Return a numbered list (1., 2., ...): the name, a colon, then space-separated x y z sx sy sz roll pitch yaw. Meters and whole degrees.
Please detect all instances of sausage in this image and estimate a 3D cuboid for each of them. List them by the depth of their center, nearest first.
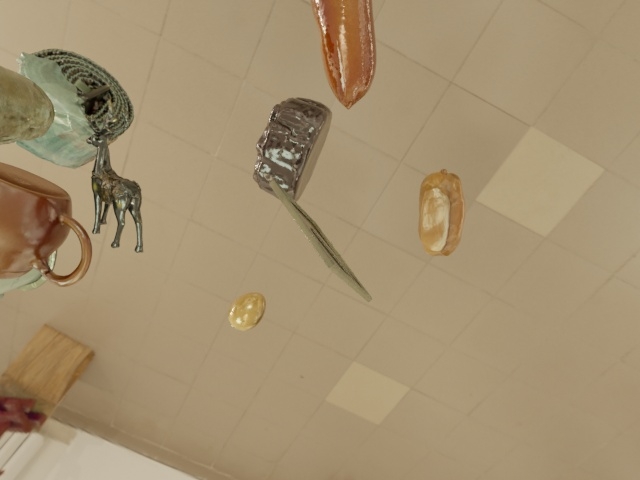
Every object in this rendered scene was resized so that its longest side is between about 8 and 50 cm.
1. sausage: 0.026 -0.325 0.579 0.084 0.089 0.299 -12 109 -1
2. sausage: 0.333 -0.074 1.231 0.120 0.136 0.241 9 114 31

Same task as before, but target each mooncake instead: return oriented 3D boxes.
1. mooncake: -0.078 -0.243 1.196 0.141 0.283 0.283 24 119 4

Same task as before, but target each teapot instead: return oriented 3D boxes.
1. teapot: -0.295 -0.008 0.416 0.173 0.116 0.116 26 119 -1

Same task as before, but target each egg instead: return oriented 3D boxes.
1. egg: -0.171 0.166 1.066 0.096 0.080 0.080 -42 106 11

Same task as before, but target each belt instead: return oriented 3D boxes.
1. belt: -0.506 -0.265 0.900 0.150 0.257 0.207 -33 113 23

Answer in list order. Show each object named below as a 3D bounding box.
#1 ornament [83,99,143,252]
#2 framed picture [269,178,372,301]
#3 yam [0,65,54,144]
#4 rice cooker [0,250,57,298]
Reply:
1. ornament: -0.178 -0.056 0.391 0.073 0.028 0.125 26 115 30
2. framed picture: 0.000 0.000 0.872 0.016 0.250 0.184 -39 143 5
3. yam: -0.449 -0.165 0.535 0.133 0.330 0.133 1 101 3
4. rice cooker: -0.708 -0.001 0.916 0.264 0.316 0.316 18 120 16
